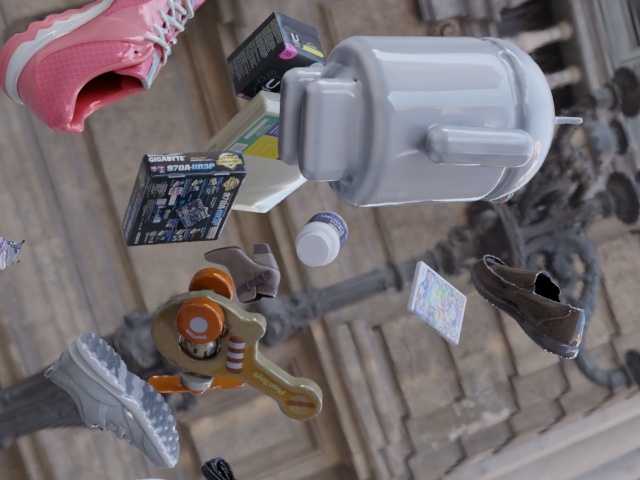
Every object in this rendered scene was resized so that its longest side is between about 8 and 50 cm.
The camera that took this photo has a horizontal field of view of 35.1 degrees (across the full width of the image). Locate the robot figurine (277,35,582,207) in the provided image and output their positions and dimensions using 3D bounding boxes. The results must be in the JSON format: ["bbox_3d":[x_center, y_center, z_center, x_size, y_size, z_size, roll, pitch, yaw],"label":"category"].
[{"bbox_3d":[0.129,-0.143,1.212,0.300,0.354,0.199,-133,-137,-59],"label":"robot figurine"}]

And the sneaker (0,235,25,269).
[{"bbox_3d":[-0.611,0.005,1.969,0.038,0.069,0.098,45,-33,48],"label":"sneaker"}]

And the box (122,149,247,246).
[{"bbox_3d":[-0.242,-0.071,1.772,0.220,0.175,0.051,120,-42,-52],"label":"box"}]

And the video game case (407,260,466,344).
[{"bbox_3d":[0.184,0.099,1.588,0.011,0.087,0.122,-15,-41,43],"label":"video game case"}]

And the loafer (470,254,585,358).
[{"bbox_3d":[0.478,0.122,2.273,0.366,0.134,0.130,46,-66,49],"label":"loafer"}]

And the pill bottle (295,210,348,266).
[{"bbox_3d":[0.000,0.000,2.122,0.169,0.094,0.094,-53,129,-72],"label":"pill bottle"}]

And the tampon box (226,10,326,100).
[{"bbox_3d":[-0.089,-0.361,2.041,0.161,0.120,0.101,-37,-123,35],"label":"tampon box"}]

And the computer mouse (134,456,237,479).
[{"bbox_3d":[-0.148,0.266,1.016,0.106,0.193,0.042,48,-53,41],"label":"computer mouse"}]

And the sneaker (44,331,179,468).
[{"bbox_3d":[-0.349,0.285,1.724,0.281,0.115,0.105,53,14,-13],"label":"sneaker"}]

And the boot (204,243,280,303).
[{"bbox_3d":[-0.118,0.053,1.512,0.042,0.119,0.087,37,47,-65],"label":"boot"}]

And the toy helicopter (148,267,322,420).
[{"bbox_3d":[-0.157,0.234,1.868,0.355,0.235,0.140,35,24,-13],"label":"toy helicopter"}]

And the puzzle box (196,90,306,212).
[{"bbox_3d":[-0.122,-0.180,2.185,0.409,0.272,0.052,-35,-121,44],"label":"puzzle box"}]

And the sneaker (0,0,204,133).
[{"bbox_3d":[-0.206,-0.230,1.151,0.136,0.314,0.116,46,-10,27],"label":"sneaker"}]

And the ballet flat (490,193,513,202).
[{"bbox_3d":[0.299,-0.148,1.983,0.077,0.079,0.221,-56,-146,23],"label":"ballet flat"}]
